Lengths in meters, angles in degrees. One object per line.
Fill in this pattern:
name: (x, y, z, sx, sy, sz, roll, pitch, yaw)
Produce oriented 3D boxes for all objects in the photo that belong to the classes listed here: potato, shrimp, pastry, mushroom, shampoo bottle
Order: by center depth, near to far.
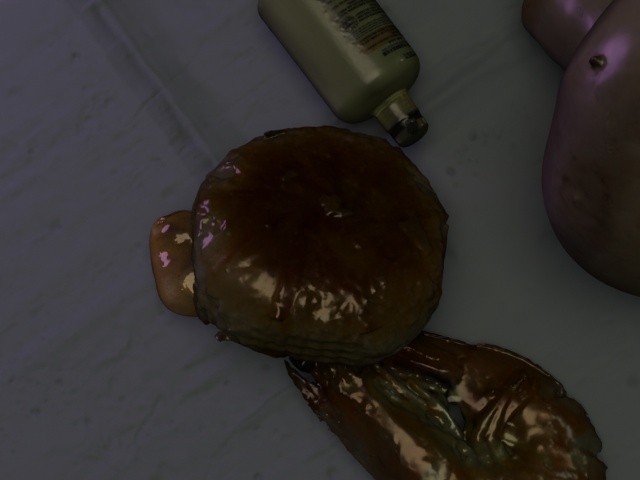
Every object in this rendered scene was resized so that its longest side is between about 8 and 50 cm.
mushroom: (0.272, -0.119, 1.156, 0.293, 0.292, 0.290, -24, 53, 2)
pastry: (0.000, 0.000, 1.197, 0.193, 0.093, 0.182, 7, 57, -5)
shrimp: (0.085, 0.126, 1.226, 0.294, 0.062, 0.154, 38, 76, 5)
shampoo bottle: (0.026, -0.140, 1.247, 0.079, 0.079, 0.162, -37, 82, 0)
potato: (-0.098, 0.018, 1.250, 0.068, 0.062, 0.083, -25, 97, -31)
